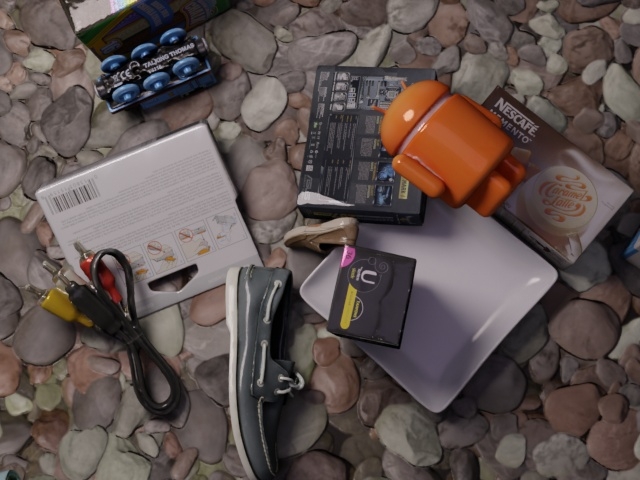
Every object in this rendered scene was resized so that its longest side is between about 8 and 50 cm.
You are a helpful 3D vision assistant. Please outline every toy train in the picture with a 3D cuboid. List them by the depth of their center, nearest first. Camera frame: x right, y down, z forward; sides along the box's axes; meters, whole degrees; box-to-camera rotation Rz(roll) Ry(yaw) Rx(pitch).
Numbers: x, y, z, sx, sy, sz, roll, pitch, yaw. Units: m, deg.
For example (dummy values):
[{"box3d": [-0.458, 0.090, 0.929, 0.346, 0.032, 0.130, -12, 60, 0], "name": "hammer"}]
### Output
[{"box3d": [-0.249, -0.250, 1.594, 0.184, 0.105, 0.080, -24, 73, 0], "name": "toy train"}]

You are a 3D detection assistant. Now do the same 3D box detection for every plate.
[{"box3d": [0.157, 0.065, 1.556, 0.277, 0.045, 0.278, 41, 87, 7], "name": "plate"}]

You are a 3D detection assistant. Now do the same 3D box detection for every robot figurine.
[{"box3d": [0.174, -0.132, 1.441, 0.219, 0.128, 0.158, 41, 91, 5], "name": "robot figurine"}]

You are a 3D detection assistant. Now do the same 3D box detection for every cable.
[{"box3d": [-0.292, 0.122, 1.561, 0.139, 0.072, 0.287, -43, 104, -8], "name": "cable"}]

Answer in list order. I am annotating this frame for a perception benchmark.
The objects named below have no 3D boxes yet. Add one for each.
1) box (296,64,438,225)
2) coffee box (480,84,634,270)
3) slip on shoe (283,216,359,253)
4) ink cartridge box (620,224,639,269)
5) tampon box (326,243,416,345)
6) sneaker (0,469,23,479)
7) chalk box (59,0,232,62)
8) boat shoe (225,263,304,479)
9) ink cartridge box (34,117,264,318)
[{"box3d": [0.072, -0.142, 1.552, 0.183, 0.059, 0.233, 3, 73, 13], "name": "box"}, {"box3d": [0.308, -0.090, 1.538, 0.246, 0.098, 0.141, 41, 87, 8], "name": "coffee box"}, {"box3d": [0.000, 0.000, 1.547, 0.135, 0.051, 0.041, -13, 73, 34], "name": "slip on shoe"}, {"box3d": [0.590, -0.046, 1.465, 0.197, 0.198, 0.270, 34, 85, 8], "name": "ink cartridge box"}, {"box3d": [0.072, 0.081, 1.456, 0.101, 0.161, 0.120, 11, 83, 6], "name": "tampon box"}, {"box3d": [-0.530, 0.354, 1.527, 0.208, 0.127, 0.319, -30, 91, 1], "name": "sneaker"}, {"box3d": [-0.252, -0.416, 1.581, 0.289, 0.179, 0.180, -27, 81, -1], "name": "chalk box"}, {"box3d": [-0.076, 0.190, 1.521, 0.099, 0.116, 0.319, -7, 77, 7], "name": "boat shoe"}, {"box3d": [-0.252, -0.023, 1.590, 0.275, 0.060, 0.239, -22, 107, 1], "name": "ink cartridge box"}]
